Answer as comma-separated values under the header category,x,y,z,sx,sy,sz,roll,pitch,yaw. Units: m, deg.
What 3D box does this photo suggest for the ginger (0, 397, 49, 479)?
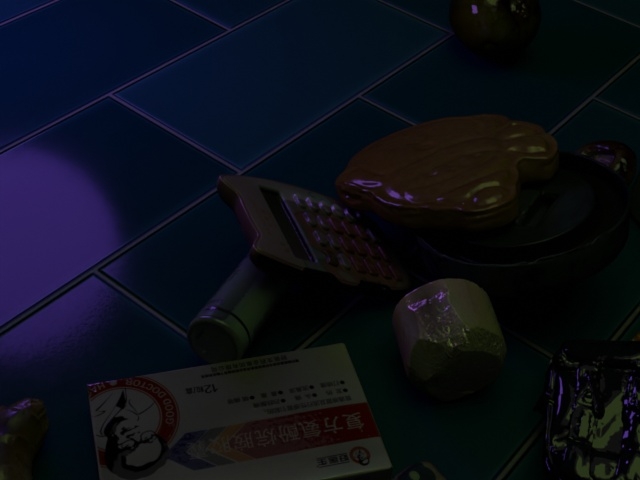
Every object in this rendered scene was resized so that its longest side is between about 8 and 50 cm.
category,x,y,z,sx,sy,sz,roll,pitch,yaw
ginger,-0.382,0.272,1.218,0.095,0.069,0.190,2,43,2

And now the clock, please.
category,x,y,z,sx,sy,sz,roll,pitch,yaw
clock,0.299,-0.032,1.500,0.325,0.067,0.325,-11,31,7

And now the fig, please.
category,x,y,z,sx,sy,sz,roll,pitch,yaw
fig,0.347,-0.461,2.047,0.181,0.181,0.191,-20,21,-26

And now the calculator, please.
category,x,y,z,sx,sy,sz,roll,pitch,yaw
calculator,0.000,0.000,1.500,0.330,0.048,0.220,12,35,-38

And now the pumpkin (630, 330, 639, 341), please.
category,x,y,z,sx,sy,sz,roll,pitch,yaw
pumpkin,0.509,0.149,1.485,0.073,0.035,0.101,36,47,25

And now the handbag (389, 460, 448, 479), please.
category,x,y,z,sx,sy,sz,roll,pitch,yaw
handbag,0.085,0.386,1.073,0.251,0.190,0.193,-29,63,-38

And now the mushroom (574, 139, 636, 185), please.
category,x,y,z,sx,sy,sz,roll,pitch,yaw
mushroom,0.468,-0.107,1.717,0.170,0.080,0.135,-38,21,-31

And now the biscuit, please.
category,x,y,z,sx,sy,sz,roll,pitch,yaw
biscuit,0.204,-0.117,1.564,0.312,0.057,0.351,-30,32,-23

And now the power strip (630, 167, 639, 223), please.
category,x,y,z,sx,sy,sz,roll,pitch,yaw
power strip,0.608,-0.083,1.676,0.139,0.140,0.224,-9,43,-15

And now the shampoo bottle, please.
category,x,y,z,sx,sy,sz,roll,pitch,yaw
shampoo bottle,-0.097,0.073,1.448,0.085,0.085,0.262,18,37,13

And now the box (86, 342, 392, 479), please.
category,x,y,z,sx,sy,sz,roll,pitch,yaw
box,-0.108,0.251,1.280,0.353,0.069,0.214,-9,44,-14

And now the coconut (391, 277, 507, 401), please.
category,x,y,z,sx,sy,sz,roll,pitch,yaw
coconut,0.176,0.128,1.389,0.147,0.147,0.152,-4,47,-11

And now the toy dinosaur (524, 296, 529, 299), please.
category,x,y,z,sx,sy,sz,roll,pitch,yaw
toy dinosaur,0.343,-0.005,1.608,0.055,0.101,0.279,-1,45,31

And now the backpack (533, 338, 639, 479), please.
category,x,y,z,sx,sy,sz,roll,pitch,yaw
backpack,0.378,0.232,1.301,0.206,0.133,0.258,2,47,23
